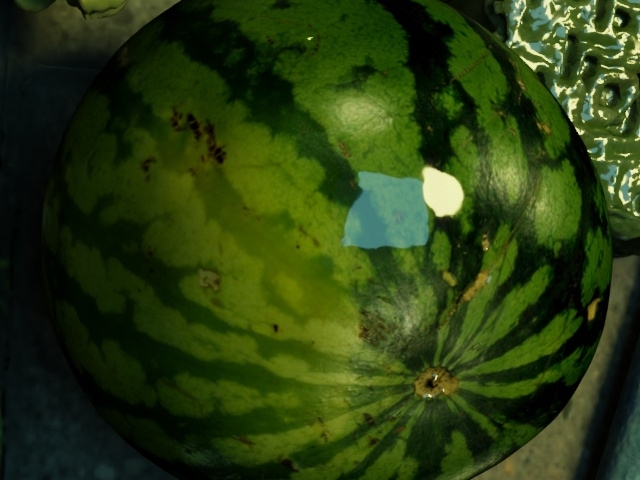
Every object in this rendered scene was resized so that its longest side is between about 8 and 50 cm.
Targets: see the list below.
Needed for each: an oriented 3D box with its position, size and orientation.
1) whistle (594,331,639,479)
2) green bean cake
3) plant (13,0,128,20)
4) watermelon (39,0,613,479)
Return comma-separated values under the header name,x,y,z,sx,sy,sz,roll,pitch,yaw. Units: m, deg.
name,x,y,z,sx,sy,sz,roll,pitch,yaw
whistle,0.203,0.145,1.181,0.062,0.062,0.304,23,80,-22
green bean cake,0.159,-0.088,1.148,0.181,0.094,0.173,15,84,-22
plant,-0.079,-0.283,0.959,0.306,0.261,0.297,-24,99,-33
watermelon,0.000,0.000,0.974,0.285,0.285,0.285,0,89,-23
